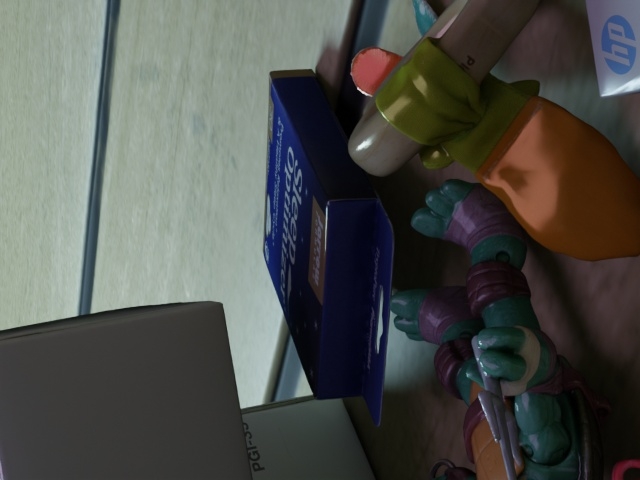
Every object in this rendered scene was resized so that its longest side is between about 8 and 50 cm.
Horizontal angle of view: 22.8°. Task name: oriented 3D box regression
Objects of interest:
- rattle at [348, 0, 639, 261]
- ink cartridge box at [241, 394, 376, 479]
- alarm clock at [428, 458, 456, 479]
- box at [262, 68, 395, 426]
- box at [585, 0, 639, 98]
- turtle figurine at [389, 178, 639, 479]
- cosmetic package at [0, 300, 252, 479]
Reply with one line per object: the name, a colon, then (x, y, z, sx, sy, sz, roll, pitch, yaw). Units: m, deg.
rattle: (0.089, -0.063, 0.813, 0.199, 0.142, 0.130, 154, 138, -82)
ink cartridge box: (-0.035, 0.269, 1.124, 0.283, 0.117, 0.207, 113, 140, -51)
alarm clock: (0.088, 0.218, 0.897, 0.129, 0.064, 0.192, 140, 121, -64)
box: (0.000, 0.000, 0.980, 0.225, 0.036, 0.136, -116, 25, -58)
box: (0.160, -0.138, 0.604, 0.186, 0.038, 0.145, 176, 85, -68)
turtle figurine: (0.080, 0.089, 0.770, 0.175, 0.118, 0.234, -56, 25, 35)
cosmetic package: (-0.126, 0.227, 0.976, 0.197, 0.155, 0.366, 165, 93, -67)
